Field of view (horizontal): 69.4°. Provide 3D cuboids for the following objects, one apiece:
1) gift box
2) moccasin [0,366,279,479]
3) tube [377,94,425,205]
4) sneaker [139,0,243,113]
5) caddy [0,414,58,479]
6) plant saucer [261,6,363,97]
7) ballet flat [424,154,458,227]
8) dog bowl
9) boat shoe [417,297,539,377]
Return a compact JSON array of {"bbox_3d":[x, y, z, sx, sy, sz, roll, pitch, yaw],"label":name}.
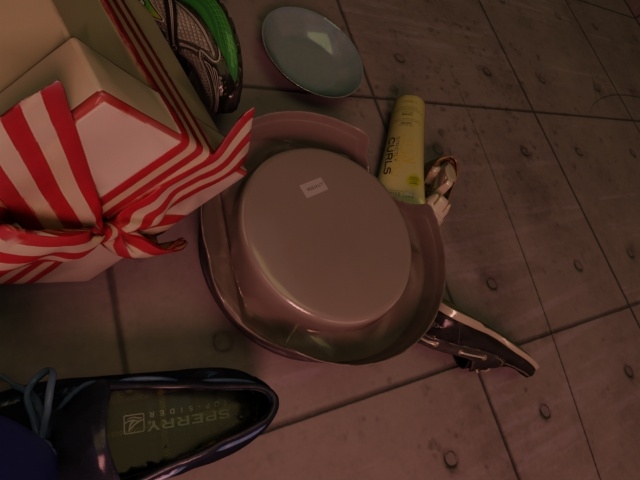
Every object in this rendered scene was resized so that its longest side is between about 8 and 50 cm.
[{"bbox_3d":[-0.223,-0.107,0.390,0.258,0.277,0.255,61,14,9],"label":"gift box"},{"bbox_3d":[-0.201,0.165,0.415,0.342,0.117,0.137,-9,72,-32],"label":"moccasin"},{"bbox_3d":[0.145,-0.149,0.799,0.062,0.070,0.240,31,56,-30],"label":"tube"},{"bbox_3d":[-0.236,-0.291,0.627,0.343,0.134,0.146,45,60,8],"label":"sneaker"},{"bbox_3d":[-0.292,0.210,0.206,0.342,0.179,0.240,1,87,-17],"label":"caddy"},{"bbox_3d":[-0.017,-0.318,0.805,0.195,0.037,0.194,13,61,-25],"label":"plant saucer"},{"bbox_3d":[0.191,-0.074,0.786,0.073,0.067,0.206,31,56,-15],"label":"ballet flat"},{"bbox_3d":[0.000,0.000,0.621,0.349,0.102,0.348,13,61,-25],"label":"dog bowl"},{"bbox_3d":[0.238,0.162,0.708,0.233,0.084,0.079,29,94,-23],"label":"boat shoe"}]
